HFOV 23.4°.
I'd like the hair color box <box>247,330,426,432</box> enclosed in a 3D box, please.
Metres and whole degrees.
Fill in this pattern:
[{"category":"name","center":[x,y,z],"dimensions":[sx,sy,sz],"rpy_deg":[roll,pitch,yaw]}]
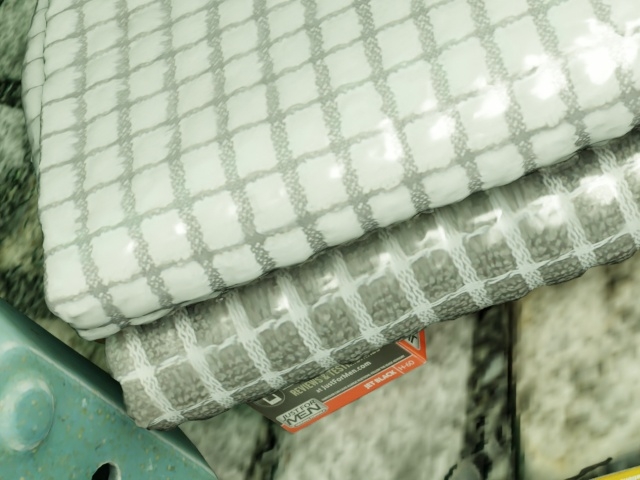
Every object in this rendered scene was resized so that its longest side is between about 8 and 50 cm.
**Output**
[{"category":"hair color box","center":[0.000,0.000,0.632],"dimensions":[0.072,0.043,0.141],"rpy_deg":[-31,40,30]}]

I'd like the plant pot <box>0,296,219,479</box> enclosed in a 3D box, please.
[{"category":"plant pot","center":[-0.190,0.114,0.605],"dimensions":[0.252,0.247,0.248],"rpy_deg":[9,67,34]}]

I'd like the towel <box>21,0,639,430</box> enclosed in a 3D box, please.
[{"category":"towel","center":[0.013,-0.085,0.575],"dimensions":[0.235,0.121,0.284],"rpy_deg":[-23,43,11]}]

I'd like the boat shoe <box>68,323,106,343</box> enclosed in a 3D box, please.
[{"category":"boat shoe","center":[-0.066,-0.043,0.735],"dimensions":[0.190,0.068,0.072],"rpy_deg":[-50,23,6]}]

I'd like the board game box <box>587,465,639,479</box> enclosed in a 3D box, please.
[{"category":"board game box","center":[0.150,0.076,0.298],"dimensions":[0.170,0.141,0.048],"rpy_deg":[-24,43,37]}]
